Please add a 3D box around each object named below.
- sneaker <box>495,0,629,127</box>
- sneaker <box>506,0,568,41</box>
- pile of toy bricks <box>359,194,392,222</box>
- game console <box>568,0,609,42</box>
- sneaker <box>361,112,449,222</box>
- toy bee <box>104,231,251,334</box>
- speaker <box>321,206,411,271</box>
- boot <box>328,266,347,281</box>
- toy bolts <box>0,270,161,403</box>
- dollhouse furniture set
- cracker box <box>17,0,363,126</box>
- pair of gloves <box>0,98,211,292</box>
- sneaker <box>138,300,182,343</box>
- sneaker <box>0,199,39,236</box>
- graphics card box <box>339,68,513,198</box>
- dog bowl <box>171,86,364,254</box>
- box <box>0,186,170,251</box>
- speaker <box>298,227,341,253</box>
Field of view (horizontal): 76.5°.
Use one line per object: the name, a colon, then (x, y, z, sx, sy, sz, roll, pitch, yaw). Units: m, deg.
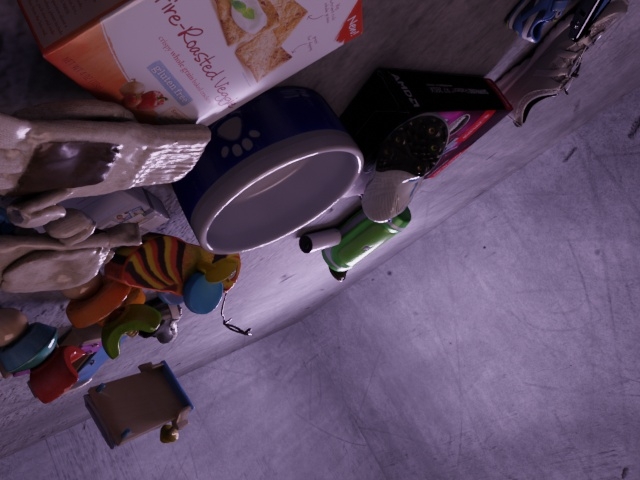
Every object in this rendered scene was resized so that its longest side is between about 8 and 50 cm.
sneaker: (0.485, -0.350, 0.823, 0.105, 0.115, 0.281, -19, 162, -41)
sneaker: (0.348, -0.364, 0.603, 0.053, 0.059, 0.144, -22, 162, -27)
pile of toy bricks: (0.165, -0.133, 1.002, 0.105, 0.118, 0.212, -61, 161, -12)
game console: (0.442, -0.421, 0.550, 0.213, 0.044, 0.361, -43, 165, 5)
sneaker: (0.130, -0.115, 0.637, 0.086, 0.085, 0.237, -50, 173, -30)
toy bee: (-0.211, 0.044, 0.706, 0.298, 0.195, 0.162, 69, 39, -67)
speaker: (0.135, -0.020, 1.257, 0.296, 0.131, 0.131, -40, 163, 36)
boot: (0.090, 0.051, 1.424, 0.106, 0.082, 0.219, -47, -166, 26)
toy bolts: (-0.420, 0.121, 0.681, 0.228, 0.158, 0.218, -38, -151, -12)
dollhouse furniture set: (-0.479, 0.352, 0.848, 0.198, 0.303, 0.286, -47, 163, 14)
cracker box: (-0.080, -0.183, 0.330, 0.232, 0.067, 0.156, -31, 167, 1)
pair of gloves: (-0.222, -0.018, 0.350, 0.240, 0.042, 0.204, -40, 167, 24)
sneaker: (-0.422, 0.215, 1.038, 0.106, 0.078, 0.234, -18, 158, -33)
sneaker: (-0.310, -0.032, 0.349, 0.071, 0.083, 0.191, -33, 166, -25)
graphics card box: (0.177, -0.198, 0.769, 0.371, 0.094, 0.233, -16, 161, -42)
dog bowl: (-0.075, -0.091, 0.598, 0.265, 0.104, 0.265, -29, 167, -8)
box: (-0.294, -0.029, 0.497, 0.145, 0.038, 0.186, -30, 167, -1)
speaker: (0.000, 0.000, 1.192, 0.136, 0.055, 0.055, -15, 160, -48)
